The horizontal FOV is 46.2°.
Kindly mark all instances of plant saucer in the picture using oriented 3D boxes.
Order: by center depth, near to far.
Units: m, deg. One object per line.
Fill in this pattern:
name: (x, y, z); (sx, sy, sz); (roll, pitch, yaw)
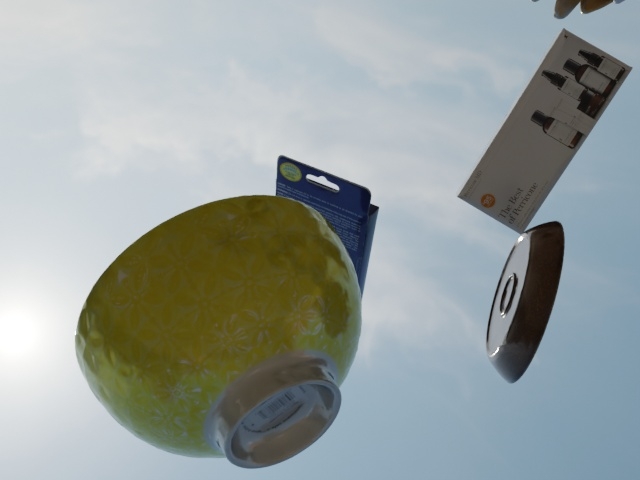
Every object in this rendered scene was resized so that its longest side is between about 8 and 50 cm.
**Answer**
plant saucer: (0.198, 0.057, 0.746); (0.029, 0.168, 0.168); (18, -143, 3)

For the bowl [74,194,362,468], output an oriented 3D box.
bowl: (-0.066, 0.117, 0.708); (0.290, 0.289, 0.156); (-21, -133, -20)

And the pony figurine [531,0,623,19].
pony figurine: (0.363, -0.335, 0.592); (0.351, 0.303, 0.363); (0, -124, 46)

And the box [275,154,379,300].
box: (0.000, 0.000, 0.975); (0.137, 0.225, 0.036); (24, -140, 20)

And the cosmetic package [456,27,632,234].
cosmetic package: (0.274, -0.133, 0.940); (0.099, 0.239, 0.060); (31, -167, 5)
